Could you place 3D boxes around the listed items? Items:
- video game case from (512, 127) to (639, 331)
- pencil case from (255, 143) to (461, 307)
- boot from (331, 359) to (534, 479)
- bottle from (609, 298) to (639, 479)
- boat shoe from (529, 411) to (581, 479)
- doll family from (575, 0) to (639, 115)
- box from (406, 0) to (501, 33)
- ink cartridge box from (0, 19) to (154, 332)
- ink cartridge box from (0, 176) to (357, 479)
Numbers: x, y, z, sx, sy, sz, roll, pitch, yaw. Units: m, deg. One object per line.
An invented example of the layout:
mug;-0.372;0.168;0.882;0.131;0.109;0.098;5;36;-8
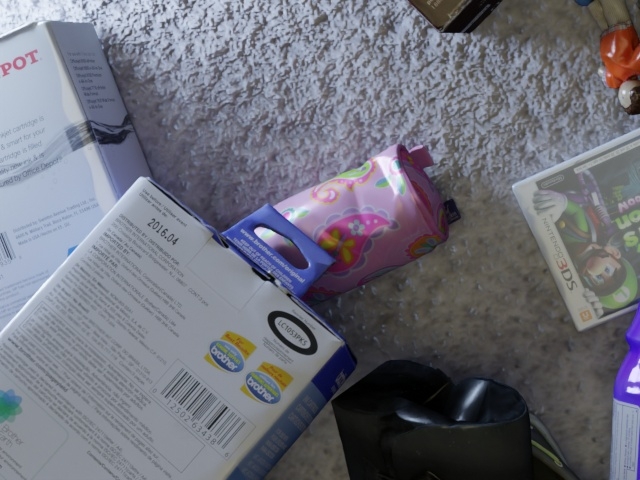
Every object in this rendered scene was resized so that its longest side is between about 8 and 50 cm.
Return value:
video game case;0.321;-0.018;1.418;0.190;0.022;0.173;-24;91;16
pencil case;0.000;0.000;1.457;0.284;0.124;0.124;-27;90;15
boot;0.210;0.352;1.363;0.367;0.146;0.445;2;108;30
bottle;0.353;0.168;1.379;0.092;0.118;0.283;9;100;52
boat shoe;0.268;0.317;1.441;0.109;0.091;0.305;-39;87;16
doll family;0.365;-0.210;1.300;0.118;0.263;0.163;-16;80;-20
box;0.130;-0.318;1.331;0.167;0.203;0.168;44;106;5
ink cartridge box;-0.316;-0.065;1.519;0.223;0.129;0.307;-21;92;16
ink cartridge box;-0.150;0.130;1.328;0.270;0.151;0.395;39;83;14
